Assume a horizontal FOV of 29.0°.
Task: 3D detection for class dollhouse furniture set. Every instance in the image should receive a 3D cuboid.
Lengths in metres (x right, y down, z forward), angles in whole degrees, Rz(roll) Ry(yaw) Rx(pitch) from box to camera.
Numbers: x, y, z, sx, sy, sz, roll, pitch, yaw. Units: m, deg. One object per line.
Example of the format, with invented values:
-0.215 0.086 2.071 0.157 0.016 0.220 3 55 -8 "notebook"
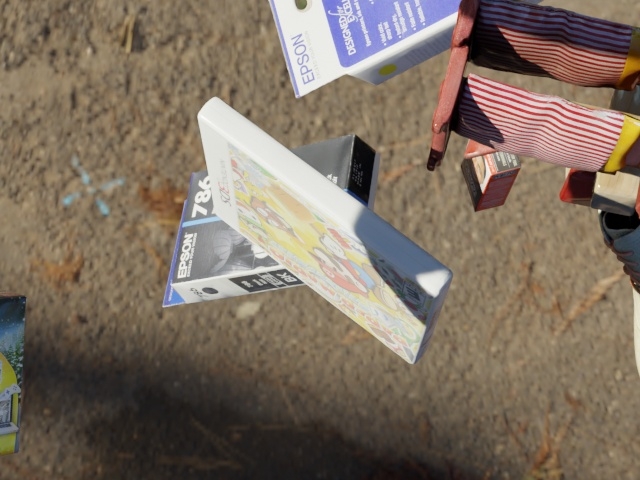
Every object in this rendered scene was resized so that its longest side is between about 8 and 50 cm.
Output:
0.211 -0.091 1.145 0.201 0.152 0.374 13 167 7 "dollhouse furniture set"

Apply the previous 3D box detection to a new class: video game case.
0.000 0.000 0.993 0.227 0.026 0.206 37 164 12 "video game case"

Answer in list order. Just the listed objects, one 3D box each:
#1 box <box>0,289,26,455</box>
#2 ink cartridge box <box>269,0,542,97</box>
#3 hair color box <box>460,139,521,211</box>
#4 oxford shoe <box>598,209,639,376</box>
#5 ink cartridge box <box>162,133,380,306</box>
-0.386 0.132 1.144 0.233 0.044 0.159 -2 98 -47 "box"
0.081 -0.348 1.491 0.307 0.304 0.072 -25 153 21 "ink cartridge box"
0.215 -0.094 1.571 0.043 0.072 0.141 -14 162 -6 "hair color box"
0.370 0.006 1.387 0.146 0.140 0.397 -13 110 -24 "oxford shoe"
-0.083 -0.019 1.527 0.332 0.165 0.065 -13 149 37 "ink cartridge box"
